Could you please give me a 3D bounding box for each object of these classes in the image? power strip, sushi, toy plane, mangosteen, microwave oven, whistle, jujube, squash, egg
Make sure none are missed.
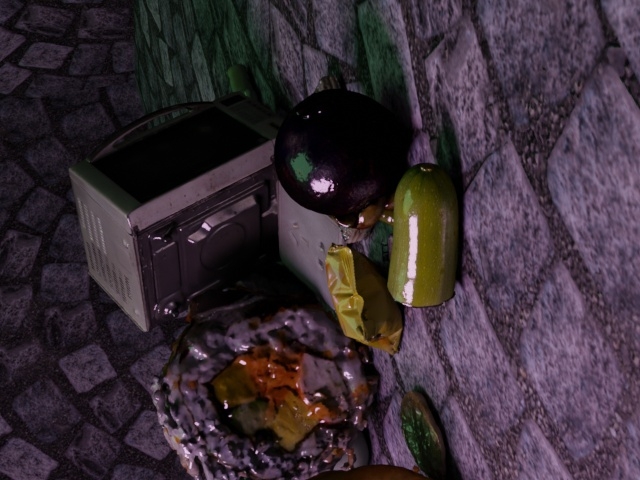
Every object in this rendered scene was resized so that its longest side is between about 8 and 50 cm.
[{"bbox_3d":[0.000,0.000,1.818,0.213,0.064,0.198,42,143,42],"label":"power strip"},{"bbox_3d":[-0.098,0.278,1.773,0.176,0.417,0.418,115,140,-63],"label":"sushi"},{"bbox_3d":[0.117,0.033,1.491,0.049,0.031,0.121,29,128,59],"label":"toy plane"},{"bbox_3d":[0.040,-0.102,1.407,0.230,0.194,0.194,56,176,-28],"label":"mangosteen"},{"bbox_3d":[-0.237,-0.062,1.933,0.247,0.394,0.333,39,145,34],"label":"microwave oven"},{"bbox_3d":[-0.152,-0.267,2.152,0.126,0.067,0.258,108,149,-60],"label":"whistle"},{"bbox_3d":[-0.148,0.149,2.134,0.215,0.246,0.308,-63,10,9],"label":"jujube"},{"bbox_3d":[0.136,-0.017,1.281,0.095,0.095,0.188,-125,31,-54],"label":"squash"},{"bbox_3d":[0.018,0.411,1.920,0.192,0.149,0.149,84,167,-67],"label":"egg"}]

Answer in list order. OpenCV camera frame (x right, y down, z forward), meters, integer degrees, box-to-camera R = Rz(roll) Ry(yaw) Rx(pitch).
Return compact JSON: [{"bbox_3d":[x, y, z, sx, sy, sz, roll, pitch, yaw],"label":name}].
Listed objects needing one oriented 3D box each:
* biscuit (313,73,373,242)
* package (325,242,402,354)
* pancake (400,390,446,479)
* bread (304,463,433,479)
[{"bbox_3d":[0.035,-0.129,1.620,0.147,0.046,0.250,119,136,-69],"label":"biscuit"},{"bbox_3d":[0.067,0.090,1.540,0.226,0.090,0.168,45,-155,-71],"label":"package"},{"bbox_3d":[0.161,0.308,1.560,0.151,0.025,0.152,168,90,-74],"label":"pancake"},{"bbox_3d":[0.126,0.447,1.473,0.340,0.179,0.194,50,149,10],"label":"bread"}]
